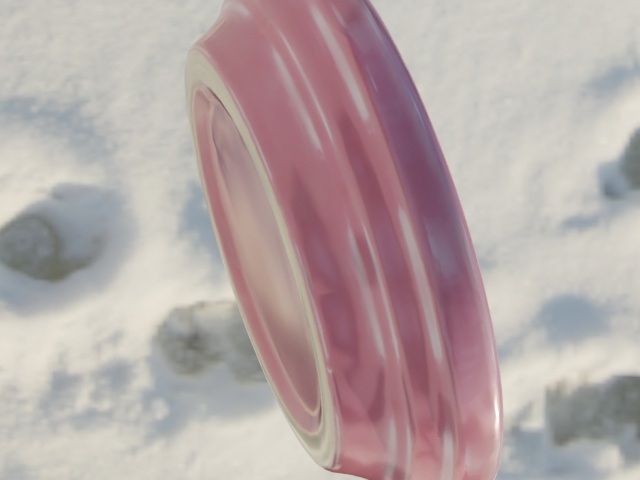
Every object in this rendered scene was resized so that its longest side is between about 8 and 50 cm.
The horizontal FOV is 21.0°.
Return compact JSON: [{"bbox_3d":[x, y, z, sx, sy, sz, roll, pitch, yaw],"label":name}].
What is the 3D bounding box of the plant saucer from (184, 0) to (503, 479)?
[{"bbox_3d":[0.000,0.000,0.984,0.084,0.332,0.332,-18,104,-11],"label":"plant saucer"}]
